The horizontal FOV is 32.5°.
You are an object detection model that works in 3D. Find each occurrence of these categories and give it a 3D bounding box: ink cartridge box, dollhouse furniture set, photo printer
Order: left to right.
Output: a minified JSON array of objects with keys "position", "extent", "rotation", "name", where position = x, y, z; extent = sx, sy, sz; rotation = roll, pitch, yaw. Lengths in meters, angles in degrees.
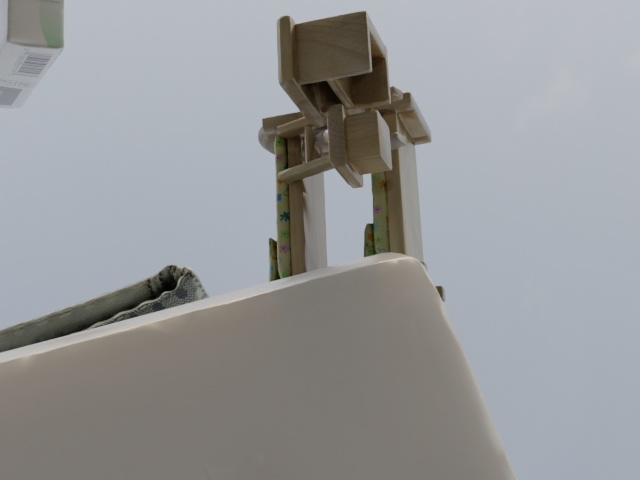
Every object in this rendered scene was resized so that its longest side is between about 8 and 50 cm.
[{"position":[-0.282,-0.256,1.024],"extent":[0.056,0.181,0.224],"rotation":[6,-103,-25],"name":"ink cartridge box"},{"position":[-0.055,0.155,0.469],"extent":[0.307,0.107,0.256],"rotation":[-13,-105,-28],"name":"photo printer"},{"position":[0.000,0.000,0.586],"extent":[0.101,0.161,0.182],"rotation":[-8,-111,16],"name":"dollhouse furniture set"}]

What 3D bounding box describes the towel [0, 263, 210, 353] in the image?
[{"position":[-0.165,0.179,0.790],"extent":[0.324,0.312,0.056],"rotation":[-23,-142,9],"name":"towel"}]
